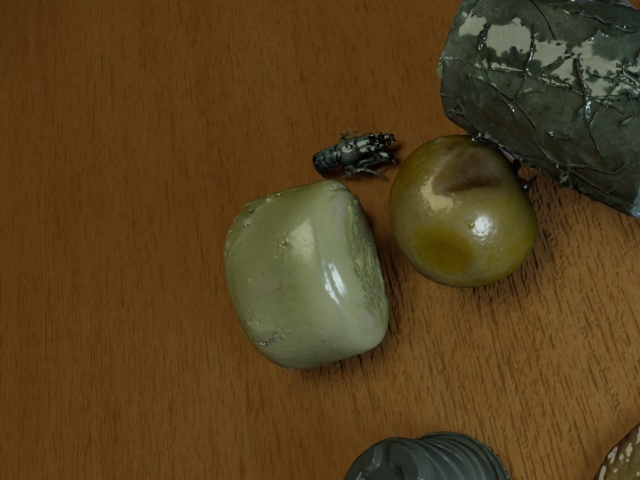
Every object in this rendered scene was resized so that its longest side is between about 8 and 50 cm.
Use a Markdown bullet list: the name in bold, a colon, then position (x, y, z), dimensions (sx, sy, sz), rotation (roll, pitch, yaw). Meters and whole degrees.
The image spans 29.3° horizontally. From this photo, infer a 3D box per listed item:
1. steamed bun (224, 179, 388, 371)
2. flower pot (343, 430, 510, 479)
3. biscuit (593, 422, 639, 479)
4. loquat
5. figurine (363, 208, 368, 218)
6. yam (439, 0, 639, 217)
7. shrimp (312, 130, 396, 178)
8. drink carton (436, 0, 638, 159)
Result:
- **steamed bun**: position (-0.032, 0.061, 1.765), dimensions (0.232, 0.166, 0.273), rotation (-12, 93, 25)
- **flower pot**: position (0.113, 0.334, 1.524), dimensions (0.235, 0.140, 0.236), rotation (-24, 52, 35)
- **biscuit**: position (0.376, 0.292, 1.358), dimensions (0.229, 0.031, 0.176), rotation (-54, 40, 3)
- **loquat**: position (0.193, -0.041, 1.639), dimensions (0.213, 0.213, 0.213), rotation (-26, 49, 34)
- **figurine**: position (-0.001, 0.005, 1.911), dimensions (0.178, 0.109, 0.130), rotation (-49, 18, 16)
- **yam**: position (0.323, -0.188, 1.507), dimensions (0.348, 0.241, 0.241), rotation (28, 87, 31)
- **shrimp**: position (0.047, -0.129, 1.950), dimensions (0.174, 0.076, 0.082), rotation (-12, 80, 43)
- **drink carton**: position (0.309, -0.269, 1.731), dimensions (0.271, 0.108, 0.161), rotation (-43, 41, 18)
